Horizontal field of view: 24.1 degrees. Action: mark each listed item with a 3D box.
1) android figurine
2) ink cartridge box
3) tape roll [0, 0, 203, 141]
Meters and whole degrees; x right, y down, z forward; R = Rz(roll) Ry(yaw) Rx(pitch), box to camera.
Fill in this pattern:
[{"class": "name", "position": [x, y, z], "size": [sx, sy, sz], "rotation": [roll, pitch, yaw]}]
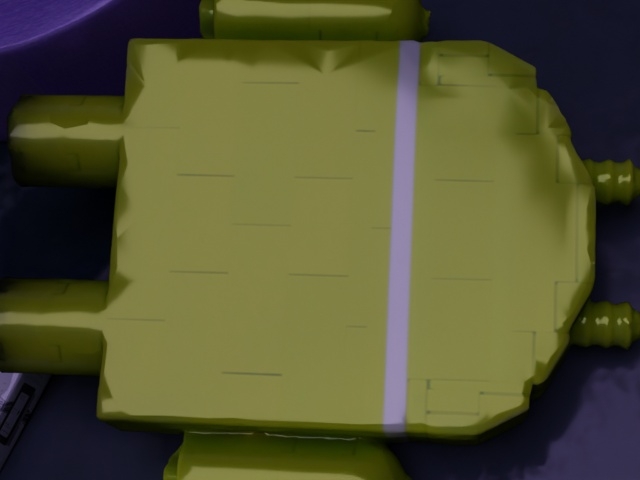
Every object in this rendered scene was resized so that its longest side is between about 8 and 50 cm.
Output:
[{"class": "android figurine", "position": [0.000, 0.000, 0.637], "size": [0.272, 0.056, 0.248], "rotation": [0, 76, 5]}, {"class": "ink cartridge box", "position": [-0.158, 0.072, 0.677], "size": [0.048, 0.028, 0.083], "rotation": [22, 75, 21]}, {"class": "tape roll", "position": [-0.149, -0.191, 0.747], "size": [0.274, 0.090, 0.275], "rotation": [-4, 69, 11]}]
